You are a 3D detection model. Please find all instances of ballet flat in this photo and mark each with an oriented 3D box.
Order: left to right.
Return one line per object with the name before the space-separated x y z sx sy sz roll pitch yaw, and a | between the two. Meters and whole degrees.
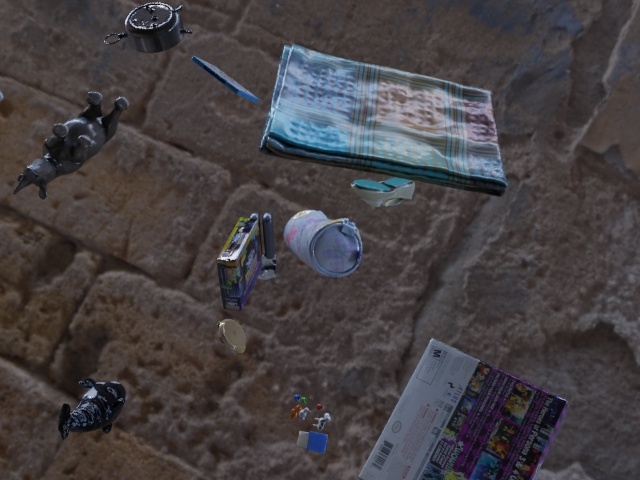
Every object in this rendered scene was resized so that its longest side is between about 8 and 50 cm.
ballet flat | 0.178 -0.133 1.870 0.249 0.086 0.086 -9 15 -40

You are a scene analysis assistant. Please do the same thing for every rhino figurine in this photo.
rhino figurine | -0.420 -0.152 1.088 0.073 0.243 0.106 41 -37 -11

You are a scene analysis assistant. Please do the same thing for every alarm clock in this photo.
alarm clock | -0.395 -0.478 1.476 0.064 0.192 0.129 79 -13 -53

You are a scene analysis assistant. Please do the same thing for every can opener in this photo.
can opener | -0.172 0.017 1.955 0.074 0.093 0.280 -2 -40 -2

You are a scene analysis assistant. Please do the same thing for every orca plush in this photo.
orca plush | -0.550 0.405 1.654 0.287 0.102 0.151 40 28 -74

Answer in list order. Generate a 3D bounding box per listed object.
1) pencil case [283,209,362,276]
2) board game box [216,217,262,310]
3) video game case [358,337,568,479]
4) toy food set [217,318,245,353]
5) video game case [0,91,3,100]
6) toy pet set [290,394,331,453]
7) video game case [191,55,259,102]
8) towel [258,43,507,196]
pencil case | 0.000 0.000 1.421 0.114 0.124 0.273 11 3 -16
board game box | -0.180 0.052 1.485 0.048 0.170 0.141 5 -54 11
video game case | 0.196 0.281 0.912 0.210 0.232 0.042 22 -15 32
toy food set | -0.207 0.221 1.535 0.020 0.082 0.083 -34 -41 30
video game case | -0.749 -0.291 1.259 0.022 0.191 0.173 59 -4 32
toy pet set | -0.012 0.421 1.489 0.065 0.114 0.122 0 -22 32
video game case | -0.248 -0.420 1.714 0.166 0.015 0.119 39 12 15
towel | 0.104 -0.199 1.036 0.371 0.271 0.040 10 -43 -4
